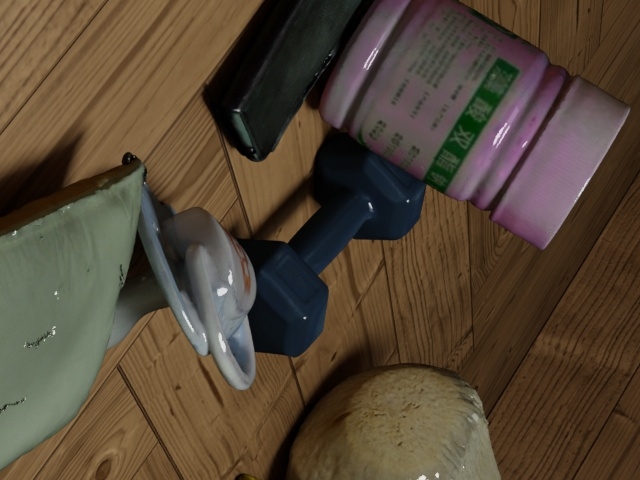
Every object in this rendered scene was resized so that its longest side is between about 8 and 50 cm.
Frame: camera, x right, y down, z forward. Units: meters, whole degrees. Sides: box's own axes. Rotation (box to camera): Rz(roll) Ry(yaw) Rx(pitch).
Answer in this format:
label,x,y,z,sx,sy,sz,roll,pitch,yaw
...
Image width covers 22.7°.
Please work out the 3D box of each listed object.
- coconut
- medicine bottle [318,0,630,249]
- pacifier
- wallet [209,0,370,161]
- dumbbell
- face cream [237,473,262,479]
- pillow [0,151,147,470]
label,x,y,z,sx,sy,sz,roll,pitch,yaw
coconut,0.121,0.404,2.560,0.415,0.345,0.415,-50,154,-35
medicine bottle,0.183,-0.156,1.926,0.212,0.325,0.212,-57,176,-6
pacifier,-0.173,0.065,1.641,0.207,0.227,0.279,-20,165,5
wallet,-0.013,-0.243,1.778,0.318,0.045,0.172,-59,160,-12
dumbbell,0.000,0.000,1.995,0.325,0.160,0.144,-46,127,-38
face cream,-0.147,0.486,2.381,0.273,0.078,0.078,-63,161,1
pillow,-0.280,0.093,1.430,0.310,0.119,0.312,-38,150,-58
